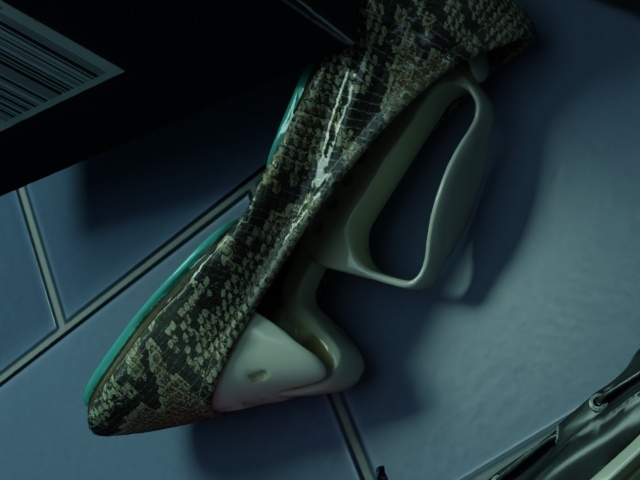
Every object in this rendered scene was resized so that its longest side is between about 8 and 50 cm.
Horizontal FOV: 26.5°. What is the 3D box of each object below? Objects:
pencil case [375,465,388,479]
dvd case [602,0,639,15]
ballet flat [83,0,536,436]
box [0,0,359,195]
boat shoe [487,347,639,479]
[{"bbox_3d":[-0.033,0.222,1.034,0.209,0.098,0.095,-9,73,36],"label":"pencil case"},{"bbox_3d":[0.260,-0.218,0.917,0.221,0.018,0.164,33,135,40],"label":"dvd case"},{"bbox_3d":[0.000,0.000,1.046,0.182,0.164,0.483,37,100,16],"label":"ballet flat"},{"bbox_3d":[-0.216,-0.341,1.110,0.480,0.297,0.472,-17,58,40],"label":"box"},{"bbox_3d":[0.233,0.106,0.856,0.340,0.127,0.113,-48,32,20],"label":"boat shoe"}]
